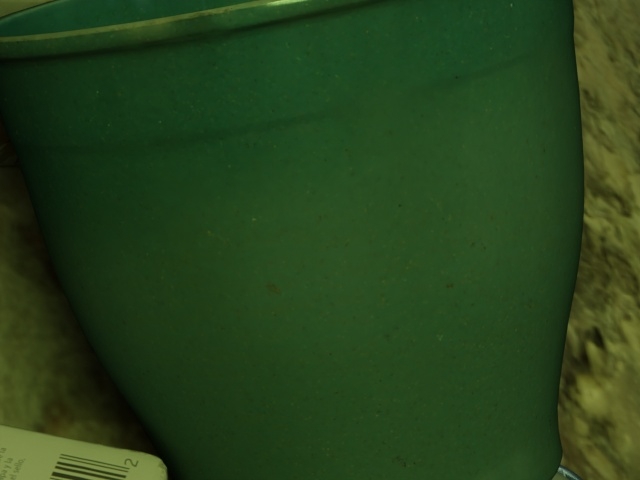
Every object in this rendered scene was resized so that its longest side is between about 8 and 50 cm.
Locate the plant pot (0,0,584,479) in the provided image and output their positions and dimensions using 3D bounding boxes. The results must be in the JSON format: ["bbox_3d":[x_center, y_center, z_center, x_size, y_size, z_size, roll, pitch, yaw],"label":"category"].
[{"bbox_3d":[0.000,0.000,0.904,0.271,0.271,0.255,-23,107,-42],"label":"plant pot"}]

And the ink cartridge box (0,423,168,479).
[{"bbox_3d":[-0.227,0.187,0.799,0.261,0.066,0.296,12,44,9],"label":"ink cartridge box"}]

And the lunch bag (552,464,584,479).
[{"bbox_3d":[0.093,0.260,0.900,0.243,0.115,0.303,-19,64,-38],"label":"lunch bag"}]

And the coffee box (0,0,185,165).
[{"bbox_3d":[-0.110,-0.122,1.079,0.246,0.141,0.098,-5,56,-34],"label":"coffee box"}]
